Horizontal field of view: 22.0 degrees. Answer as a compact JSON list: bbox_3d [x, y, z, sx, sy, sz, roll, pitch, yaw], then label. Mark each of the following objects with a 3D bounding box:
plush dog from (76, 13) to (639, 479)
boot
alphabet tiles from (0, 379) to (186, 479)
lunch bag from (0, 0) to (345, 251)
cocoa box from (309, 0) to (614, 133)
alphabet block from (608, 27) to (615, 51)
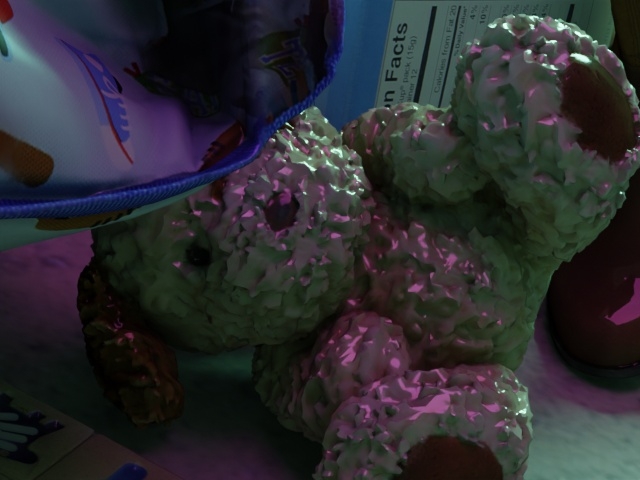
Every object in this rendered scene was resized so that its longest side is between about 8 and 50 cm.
[{"bbox_3d":[0.000,0.000,0.802,0.225,0.262,0.210,23,-7,-10],"label":"plush dog"},{"bbox_3d":[0.187,-0.094,0.918,0.096,0.280,0.264,18,57,24],"label":"boot"},{"bbox_3d":[-0.151,0.157,0.604,0.285,0.011,0.342,27,29,16],"label":"alphabet tiles"},{"bbox_3d":[-0.231,-0.081,0.632,0.385,0.239,0.328,3,-8,-38],"label":"lunch bag"},{"bbox_3d":[-0.011,-0.193,1.028,0.228,0.231,0.347,-9,26,-43],"label":"cocoa box"},{"bbox_3d":[0.184,-0.145,1.168,0.197,0.192,0.193,-2,31,-31],"label":"alphabet block"}]
